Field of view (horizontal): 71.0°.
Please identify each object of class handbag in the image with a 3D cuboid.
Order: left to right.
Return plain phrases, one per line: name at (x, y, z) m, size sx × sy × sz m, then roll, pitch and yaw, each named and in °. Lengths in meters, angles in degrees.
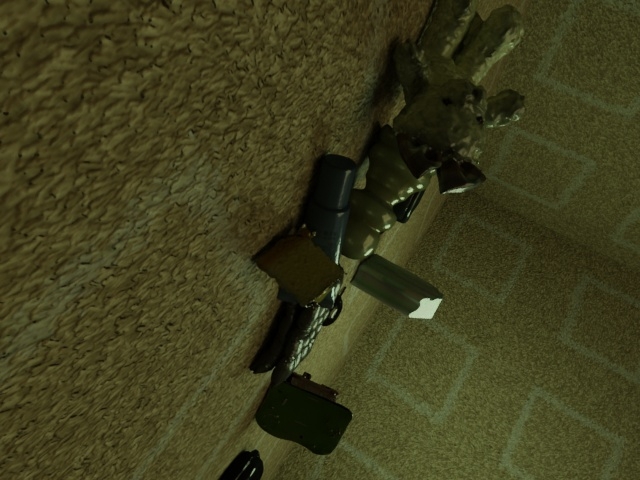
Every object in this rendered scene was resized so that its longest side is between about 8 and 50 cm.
handbag at (-0.298, 0.890, 1.623) m, size 0.254 × 0.093 × 0.308 m, roll -49°, pitch 161°, yaw -32°

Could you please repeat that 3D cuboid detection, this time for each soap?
soap at (0.322, 0.195, 1.846) m, size 0.208 × 0.346 × 0.115 m, roll -27°, pitch 143°, yaw -63°

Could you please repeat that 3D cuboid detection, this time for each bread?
bread at (-0.050, 0.066, 0.878) m, size 0.152 × 0.147 × 0.127 m, roll -28°, pitch 157°, yaw -51°

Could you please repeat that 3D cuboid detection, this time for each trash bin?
trash bin at (0.331, -0.174, 1.693) m, size 0.236 × 0.101 × 0.177 m, roll -41°, pitch 153°, yaw -55°

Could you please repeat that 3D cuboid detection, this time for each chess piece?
chess piece at (0.142, -0.103, 1.133) m, size 0.330 × 0.182 × 0.182 m, roll -56°, pitch 164°, yaw 6°

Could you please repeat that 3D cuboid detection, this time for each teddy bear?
teddy bear at (0.300, -0.325, 0.930) m, size 0.376 × 0.327 × 0.362 m, roll -57°, pitch -166°, yaw 24°

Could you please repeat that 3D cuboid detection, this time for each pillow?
pillow at (-0.049, 0.216, 1.215) m, size 0.327 × 0.101 × 0.228 m, roll -64°, pitch 167°, yaw 16°

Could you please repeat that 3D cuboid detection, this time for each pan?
pan at (0.063, 0.234, 1.663) m, size 0.202 × 0.048 × 0.128 m, roll -53°, pitch 162°, yaw -26°

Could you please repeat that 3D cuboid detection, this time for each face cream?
face cream at (0.000, 0.000, 0.976) m, size 0.086 × 0.135 × 0.386 m, roll -86°, pitch -172°, yaw -55°

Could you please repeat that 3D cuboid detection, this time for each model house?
model house at (-0.057, 0.576, 1.556) m, size 0.154 × 0.293 × 0.207 m, roll -79°, pitch -165°, yaw -75°

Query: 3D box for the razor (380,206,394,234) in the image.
razor at (0.226, -0.086, 1.597) m, size 0.090 × 0.054 × 0.148 m, roll -57°, pitch 165°, yaw -24°
